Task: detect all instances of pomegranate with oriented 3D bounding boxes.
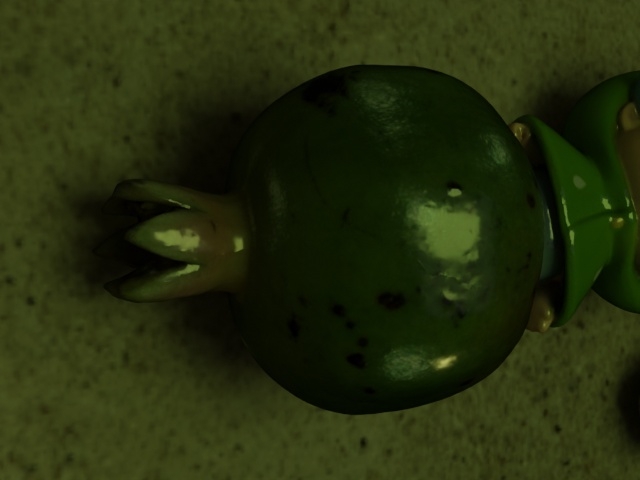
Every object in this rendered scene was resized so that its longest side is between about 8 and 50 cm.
[{"bbox_3d":[0.001,0.000,0.891,0.225,0.187,0.187,-1,92,-19],"label":"pomegranate"}]

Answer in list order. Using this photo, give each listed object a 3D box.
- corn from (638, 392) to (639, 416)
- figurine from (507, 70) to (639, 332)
[{"bbox_3d":[0.342,0.077,1.259,0.320,0.097,0.097,-23,106,-39],"label":"corn"},{"bbox_3d":[0.187,-0.024,1.088,0.263,0.143,0.162,-13,94,-26],"label":"figurine"}]
